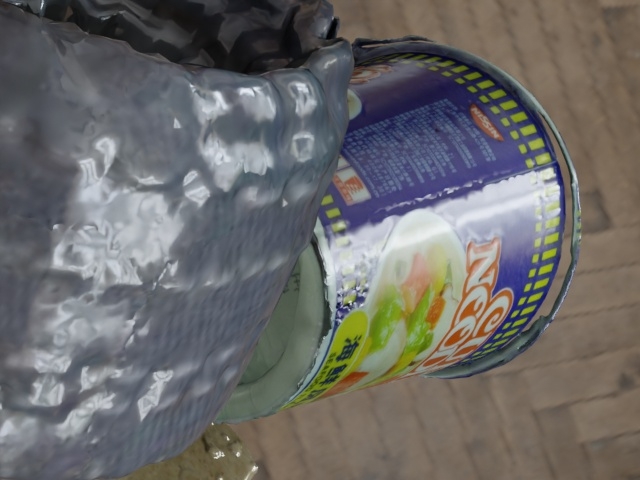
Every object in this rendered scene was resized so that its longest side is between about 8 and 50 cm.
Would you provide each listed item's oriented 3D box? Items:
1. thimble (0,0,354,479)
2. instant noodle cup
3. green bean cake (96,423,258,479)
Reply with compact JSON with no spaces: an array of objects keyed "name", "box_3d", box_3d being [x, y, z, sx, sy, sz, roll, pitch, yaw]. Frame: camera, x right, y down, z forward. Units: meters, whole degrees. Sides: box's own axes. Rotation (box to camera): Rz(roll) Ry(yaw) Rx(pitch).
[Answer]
[{"name":"thimble","box_3d":[-0.100,-0.038,0.620,0.205,0.172,0.236,34,22,14]},{"name":"instant noodle cup","box_3d":[0.000,0.000,1.246,0.312,0.284,0.284,-18,79,-57]},{"name":"green bean cake","box_3d":[-0.134,0.191,1.307,0.109,0.085,0.179,48,34,-2]}]
